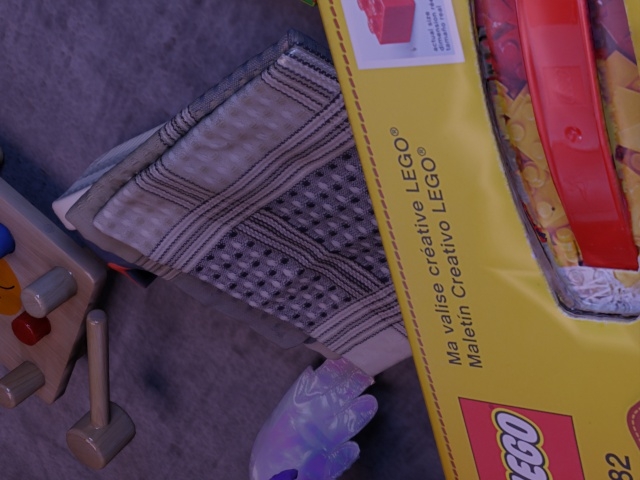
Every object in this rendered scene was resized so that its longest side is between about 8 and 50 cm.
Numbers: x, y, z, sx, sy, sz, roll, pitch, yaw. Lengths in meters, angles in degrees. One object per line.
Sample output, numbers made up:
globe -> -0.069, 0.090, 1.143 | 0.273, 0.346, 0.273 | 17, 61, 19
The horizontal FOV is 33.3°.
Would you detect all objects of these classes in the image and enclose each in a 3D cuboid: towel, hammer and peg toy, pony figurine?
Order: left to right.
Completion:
hammer and peg toy -> -0.321, 0.066, 1.205 | 0.361, 0.127, 0.266 | 39, 134, 11
pony figurine -> -0.019, 0.320, 0.995 | 0.303, 0.363, 0.351 | 48, 111, 12
towel -> 0.000, 0.000, 0.840 | 0.312, 0.056, 0.324 | 29, 143, -28

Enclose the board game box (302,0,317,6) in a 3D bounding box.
board game box -> -0.059, -0.263, 0.821 | 0.181, 0.043, 0.092 | 31, 135, 19

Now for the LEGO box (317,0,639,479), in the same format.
LEGO box -> 0.180, -0.136, 0.478 | 0.193, 0.372, 0.500 | 4, 121, 38

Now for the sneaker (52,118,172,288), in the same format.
sneaker -> -0.090, -0.039, 0.958 | 0.350, 0.131, 0.148 | -15, 119, 47
